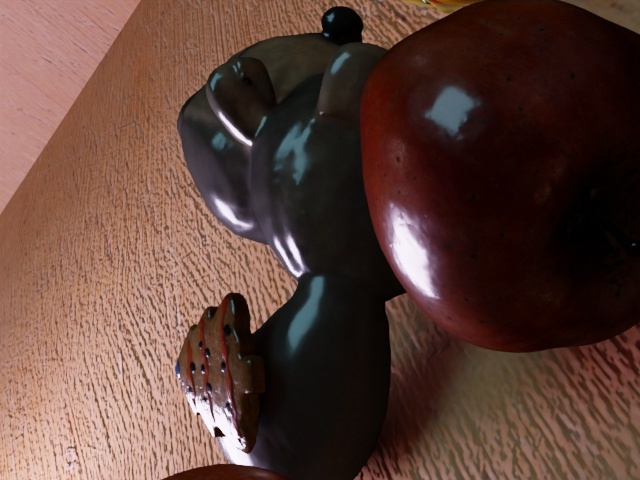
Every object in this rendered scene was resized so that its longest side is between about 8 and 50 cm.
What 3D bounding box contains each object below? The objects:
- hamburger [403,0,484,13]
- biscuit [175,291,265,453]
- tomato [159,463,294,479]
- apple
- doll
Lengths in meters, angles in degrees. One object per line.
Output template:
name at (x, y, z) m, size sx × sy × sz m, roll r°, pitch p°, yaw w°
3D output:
hamburger at (0.121, -0.300, 1.202) m, size 0.162 × 0.162 × 0.115 m, roll -59°, pitch 24°, yaw 0°
biscuit at (-0.079, 0.101, 0.944) m, size 0.130 × 0.019 × 0.119 m, roll -10°, pitch 84°, yaw 59°
tomato at (-0.048, 0.257, 0.800) m, size 0.189 × 0.232 × 0.232 m, roll -8°, pitch 48°, yaw 25°
apple at (0.127, -0.041, 0.777) m, size 0.234 × 0.234 × 0.234 m, roll -46°, pitch 26°, yaw 30°
doll at (-0.032, -0.011, 1.055) m, size 0.378 × 0.252 × 0.382 m, roll -59°, pitch 16°, yaw -1°
